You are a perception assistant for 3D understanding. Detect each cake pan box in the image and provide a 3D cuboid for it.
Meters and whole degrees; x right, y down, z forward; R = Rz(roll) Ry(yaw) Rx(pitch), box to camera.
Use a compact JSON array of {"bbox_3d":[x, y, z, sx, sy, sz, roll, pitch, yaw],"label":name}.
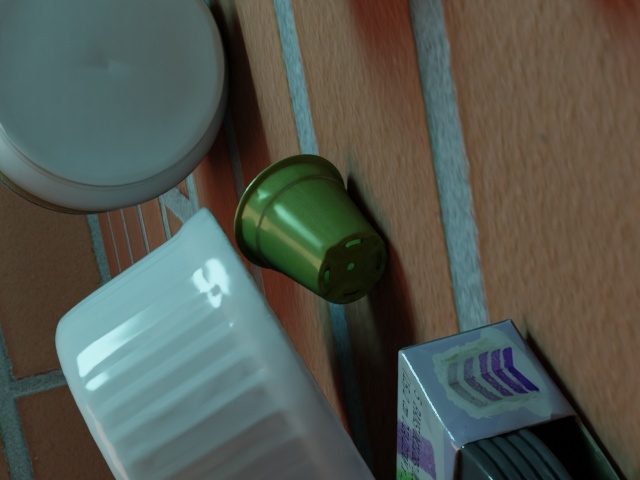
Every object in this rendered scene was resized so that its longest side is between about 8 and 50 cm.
[{"bbox_3d":[0.106,0.205,0.611,0.246,0.070,0.267,-120,22,-45],"label":"cake pan box"}]

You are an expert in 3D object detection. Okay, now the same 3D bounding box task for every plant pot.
[{"bbox_3d":[0.000,0.000,0.836,0.079,0.083,0.083,43,146,47],"label":"plant pot"}]

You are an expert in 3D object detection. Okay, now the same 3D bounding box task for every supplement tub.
[{"bbox_3d":[-0.206,-0.138,1.198,0.316,0.228,0.228,-178,75,-76],"label":"supplement tub"}]

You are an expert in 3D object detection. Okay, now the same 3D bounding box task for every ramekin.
[{"bbox_3d":[-0.063,0.129,0.903,0.277,0.135,0.277,58,175,8],"label":"ramekin"}]
